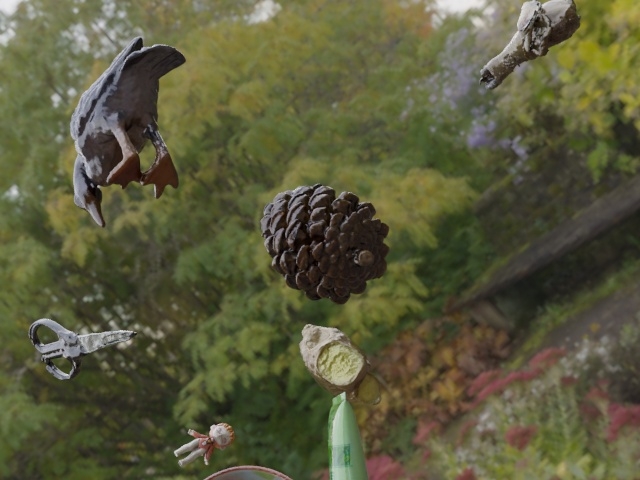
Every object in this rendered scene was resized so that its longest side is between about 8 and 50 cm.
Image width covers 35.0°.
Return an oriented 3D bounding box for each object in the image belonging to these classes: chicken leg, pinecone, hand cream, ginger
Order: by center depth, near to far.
[{"bbox_3d":[0.030,0.266,1.168,0.046,0.175,0.095,-7,-12,-8],"label":"hand cream"},{"bbox_3d":[0.327,-0.319,1.606,0.125,0.080,0.196,-53,11,-23],"label":"chicken leg"},{"bbox_3d":[0.000,0.000,1.928,0.224,0.224,0.272,-42,43,-20],"label":"pinecone"},{"bbox_3d":[0.049,0.292,2.268,0.123,0.219,0.270,-47,-30,-12],"label":"ginger"}]

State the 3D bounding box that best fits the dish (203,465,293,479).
[{"bbox_3d":[-0.095,0.461,1.469,0.260,0.260,0.085,-42,-23,3],"label":"dish"}]

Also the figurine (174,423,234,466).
[{"bbox_3d":[-0.188,0.329,1.632,0.109,0.064,0.047,-22,-13,-38],"label":"figurine"}]

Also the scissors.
[{"bbox_3d":[-0.356,0.157,1.529,0.022,0.109,0.300,-35,14,-39],"label":"scissors"}]

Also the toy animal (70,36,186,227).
[{"bbox_3d":[-0.283,-0.157,1.452,0.122,0.185,0.298,-2,-57,-34],"label":"toy animal"}]
